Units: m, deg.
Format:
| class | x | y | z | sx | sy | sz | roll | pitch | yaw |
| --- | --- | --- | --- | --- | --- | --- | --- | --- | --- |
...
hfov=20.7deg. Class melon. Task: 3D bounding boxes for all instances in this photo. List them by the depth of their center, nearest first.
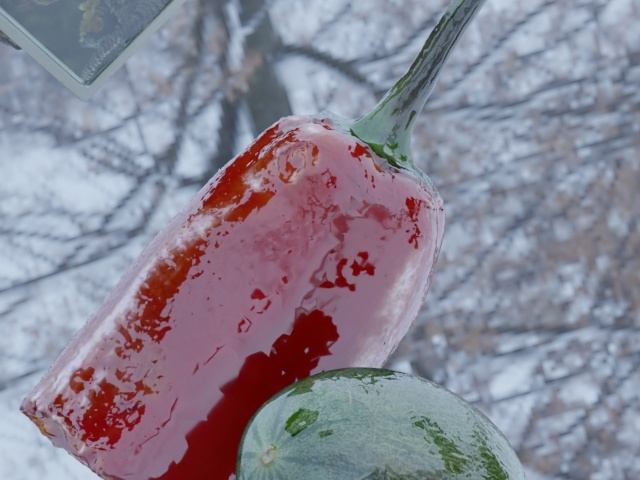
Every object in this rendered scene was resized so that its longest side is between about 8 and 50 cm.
| class | x | y | z | sx | sy | sz | roll | pitch | yaw |
| --- | --- | --- | --- | --- | --- | --- | --- | --- | --- |
| melon | 0.033 | 0.119 | 0.784 | 0.114 | 0.167 | 0.114 | -21 | -128 | 29 |

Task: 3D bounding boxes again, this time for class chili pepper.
| class | x | y | z | sx | sy | sz | roll | pitch | yaw |
| --- | --- | --- | --- | --- | --- | --- | --- | --- | --- |
| chili pepper | -0.001 | 0.000 | 0.922 | 0.134 | 0.131 | 0.338 | 29 | -101 | 47 |

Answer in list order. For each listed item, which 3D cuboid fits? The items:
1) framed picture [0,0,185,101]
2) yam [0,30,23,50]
| class | x | y | z | sx | sy | sz | roll | pitch | yaw |
| --- | --- | --- | --- | --- | --- | --- | --- | --- | --- |
| framed picture | -0.089 | -0.096 | 0.618 | 0.066 | 0.089 | 0.006 | -45 | -135 | 1 |
| yam | -0.156 | -0.200 | 1.062 | 0.131 | 0.131 | 0.279 | -16 | -161 | 6 |
